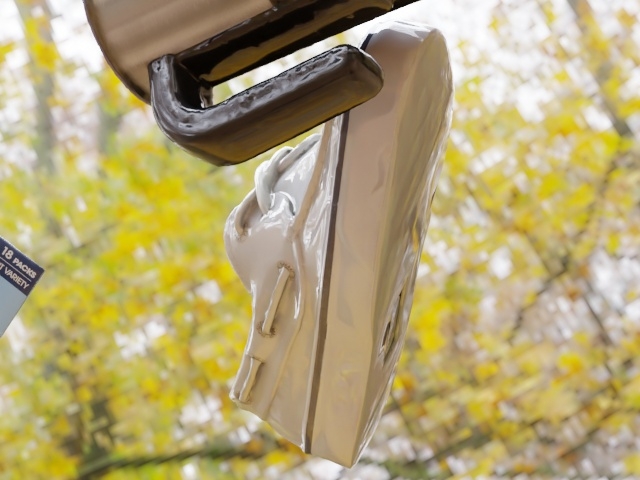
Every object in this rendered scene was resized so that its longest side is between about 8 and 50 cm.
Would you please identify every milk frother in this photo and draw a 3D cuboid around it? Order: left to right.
[{"bbox_3d":[-0.040,-0.117,0.772,0.134,0.129,0.143,-22,-51,27],"label":"milk frother"}]

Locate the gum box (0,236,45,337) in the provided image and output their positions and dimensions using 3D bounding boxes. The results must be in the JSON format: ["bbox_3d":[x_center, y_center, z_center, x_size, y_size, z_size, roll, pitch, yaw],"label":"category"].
[{"bbox_3d":[-0.299,0.046,1.332,0.157,0.184,0.041,38,-36,-12],"label":"gum box"}]

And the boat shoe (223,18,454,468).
[{"bbox_3d":[0.000,0.000,0.905,0.267,0.088,0.096,96,-162,-51],"label":"boat shoe"}]
